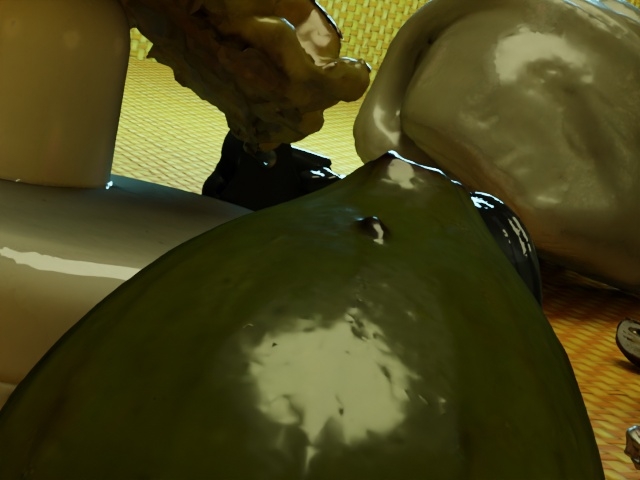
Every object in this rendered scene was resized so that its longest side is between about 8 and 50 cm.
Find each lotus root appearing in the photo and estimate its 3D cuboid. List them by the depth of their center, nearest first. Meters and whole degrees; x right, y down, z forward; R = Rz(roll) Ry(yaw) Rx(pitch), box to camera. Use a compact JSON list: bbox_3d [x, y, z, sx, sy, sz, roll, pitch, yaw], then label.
[{"bbox_3d":[0.259,0.089,1.244,0.083,0.030,0.037,27,-13,47],"label":"lotus root"}]

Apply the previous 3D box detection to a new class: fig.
[{"bbox_3d":[-0.004,0.073,0.507,0.203,0.225,0.203,14,-14,4],"label":"fig"}]

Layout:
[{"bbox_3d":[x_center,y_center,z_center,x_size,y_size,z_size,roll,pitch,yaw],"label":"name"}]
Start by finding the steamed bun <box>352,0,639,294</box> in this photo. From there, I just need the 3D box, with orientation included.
[{"bbox_3d":[0.222,-0.110,1.527,0.342,0.255,0.368,23,1,32],"label":"steamed bun"}]

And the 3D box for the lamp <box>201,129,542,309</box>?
[{"bbox_3d":[-0.008,0.026,0.903,0.227,0.172,0.147,7,12,-31],"label":"lamp"}]

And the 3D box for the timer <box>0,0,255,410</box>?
[{"bbox_3d":[-0.104,0.008,0.682,0.233,0.240,0.233,11,9,-2],"label":"timer"}]

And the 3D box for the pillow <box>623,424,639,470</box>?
[{"bbox_3d":[0.284,0.136,0.970,0.126,0.043,0.232,23,15,38],"label":"pillow"}]

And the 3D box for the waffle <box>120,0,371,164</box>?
[{"bbox_3d":[-0.099,-0.151,0.776,0.301,0.058,0.281,34,-15,49],"label":"waffle"}]
